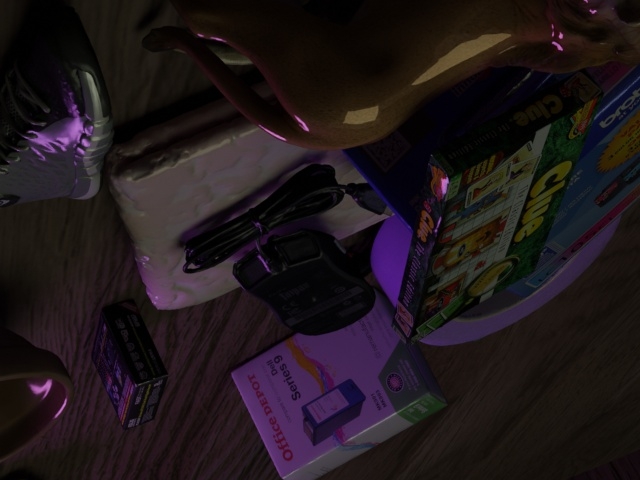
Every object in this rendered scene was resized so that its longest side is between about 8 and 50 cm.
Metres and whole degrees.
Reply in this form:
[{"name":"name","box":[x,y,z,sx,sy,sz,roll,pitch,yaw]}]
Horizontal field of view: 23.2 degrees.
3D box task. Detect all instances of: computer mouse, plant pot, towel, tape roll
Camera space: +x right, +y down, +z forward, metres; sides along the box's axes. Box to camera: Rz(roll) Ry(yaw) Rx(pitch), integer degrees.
[{"name":"computer mouse","box":[0.000,0.000,1.459,0.184,0.060,0.262,-30,148,18]},{"name":"plant pot","box":[-0.353,0.137,1.419,0.237,0.110,0.237,-24,158,-10]},{"name":"towel","box":[-0.030,-0.063,1.420,0.317,0.053,0.332,-25,159,-8]},{"name":"tape roll","box":[0.194,-0.004,1.715,0.274,0.090,0.275,-25,151,-15]}]

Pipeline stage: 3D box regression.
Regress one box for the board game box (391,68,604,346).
[{"name":"board game box","box":[0.126,-0.017,1.164,0.136,0.030,0.260,-32,157,-19]}]

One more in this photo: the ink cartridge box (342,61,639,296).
[{"name":"ink cartridge box","box":[0.186,-0.104,1.342,0.270,0.151,0.395,-44,160,10]}]

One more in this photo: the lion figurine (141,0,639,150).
[{"name":"lion figurine","box":[0.076,-0.156,1.070,0.392,0.240,0.142,-32,159,14]}]

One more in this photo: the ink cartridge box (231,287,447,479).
[{"name":"ink cartridge box","box":[0.022,0.180,1.898,0.212,0.154,0.093,-31,159,11]}]

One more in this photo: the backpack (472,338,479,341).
[{"name":"backpack","box":[0.197,0.070,1.951,0.105,0.084,0.114,-35,155,14]}]

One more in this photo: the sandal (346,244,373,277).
[{"name":"sandal","box":[0.020,0.034,1.735,0.179,0.040,0.067,-34,168,-23]}]

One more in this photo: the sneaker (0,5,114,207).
[{"name":"sneaker","box":[-0.224,-0.076,1.121,0.132,0.086,0.229,-18,158,-16]}]

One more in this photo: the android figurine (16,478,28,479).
[{"name":"android figurine","box":[-0.445,0.366,1.919,0.248,0.056,0.273,-27,157,-2]}]

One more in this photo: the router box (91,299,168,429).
[{"name":"router box","box":[-0.198,0.130,1.610,0.038,0.092,0.122,-18,157,-22]}]

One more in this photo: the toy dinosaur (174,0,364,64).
[{"name":"toy dinosaur","box":[0.030,-0.158,1.181,0.268,0.118,0.064,-26,167,-3]}]
